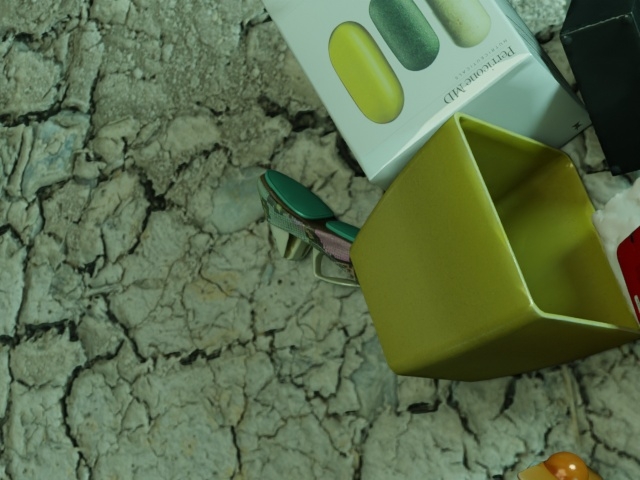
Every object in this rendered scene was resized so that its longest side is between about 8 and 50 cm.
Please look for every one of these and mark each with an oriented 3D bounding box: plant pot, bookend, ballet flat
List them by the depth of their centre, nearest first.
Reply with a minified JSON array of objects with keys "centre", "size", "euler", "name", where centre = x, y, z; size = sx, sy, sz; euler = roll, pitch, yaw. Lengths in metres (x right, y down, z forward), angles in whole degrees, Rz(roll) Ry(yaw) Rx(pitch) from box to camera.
[{"centre":[0.154,0.031,1.214],"size":[0.187,0.212,0.212],"euler":[-35,61,31],"name":"plant pot"},{"centre":[0.305,-0.174,1.241],"size":[0.072,0.156,0.157],"euler":[-15,25,26],"name":"bookend"},{"centre":[0.000,0.000,1.390],"size":[0.221,0.077,0.079],"euler":[33,113,33],"name":"ballet flat"}]

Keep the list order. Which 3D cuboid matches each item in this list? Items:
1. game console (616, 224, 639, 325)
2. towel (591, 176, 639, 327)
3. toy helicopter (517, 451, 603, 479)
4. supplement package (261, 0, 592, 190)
[{"centre":[0.342,0.045,1.117],"size":[0.085,0.124,0.144],"euler":[-10,71,-14],"name":"game console"},{"centre":[0.420,0.023,1.082],"size":[0.332,0.053,0.317],"euler":[-42,59,38],"name":"towel"},{"centre":[0.189,0.277,1.061],"size":[0.140,0.355,0.235],"euler":[31,76,-2],"name":"toy helicopter"},{"centre":[0.109,-0.189,1.297],"size":[0.199,0.198,0.263],"euler":[-38,61,16],"name":"supplement package"}]
